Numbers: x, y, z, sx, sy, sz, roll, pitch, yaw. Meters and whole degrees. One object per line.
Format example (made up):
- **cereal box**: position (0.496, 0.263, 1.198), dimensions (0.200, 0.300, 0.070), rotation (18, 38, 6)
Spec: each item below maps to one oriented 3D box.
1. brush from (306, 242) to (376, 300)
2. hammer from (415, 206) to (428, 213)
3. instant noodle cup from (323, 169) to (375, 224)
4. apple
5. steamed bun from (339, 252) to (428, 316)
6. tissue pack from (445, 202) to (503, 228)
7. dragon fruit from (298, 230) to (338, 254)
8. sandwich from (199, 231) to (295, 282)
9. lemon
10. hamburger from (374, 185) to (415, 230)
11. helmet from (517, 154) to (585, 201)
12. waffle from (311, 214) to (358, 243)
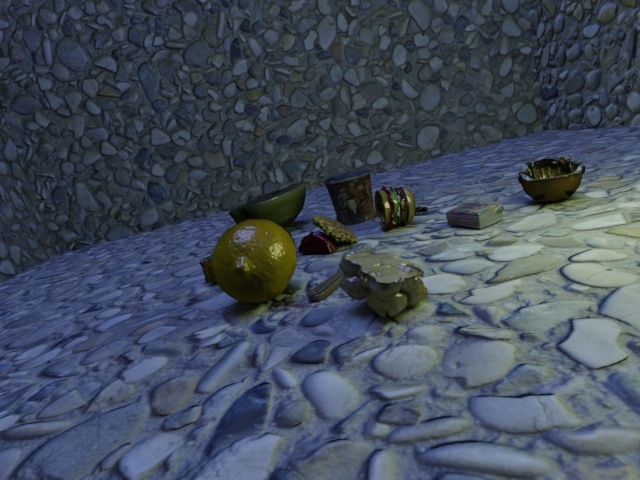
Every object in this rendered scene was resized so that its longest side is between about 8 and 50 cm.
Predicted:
- **brush**: position (0.064, 0.078, 1.231), dimensions (0.070, 0.065, 0.327), rotation (-1, 19, 36)
- **hammer**: position (0.364, -0.103, 1.749), dimensions (0.065, 0.021, 0.178), rotation (0, 19, 43)
- **instant noodle cup**: position (0.139, -0.189, 1.936), dimensions (0.218, 0.207, 0.217), rotation (-14, 14, 4)
- **apple**: position (-0.263, -0.172, 2.139), dimensions (0.312, 0.320, 0.360), rotation (33, 39, 16)
- **steamed bun**: position (0.143, 0.098, 0.977), dimensions (0.192, 0.106, 0.177), rotation (-8, 21, -34)
- **tissue pack**: position (0.504, -0.083, 1.436), dimensions (0.109, 0.060, 0.148), rotation (-19, 15, -25)
- **dragon fruit**: position (0.000, 0.000, 1.583), dimensions (0.162, 0.083, 0.106), rotation (-7, 11, 42)
- **sandwich**: position (-0.244, 0.050, 1.580), dimensions (0.301, 0.099, 0.271), rotation (-13, 13, 7)
- **lemon**: position (-0.183, 0.058, 1.197), dimensions (0.229, 0.228, 0.253), rotation (-9, 20, 22)
- **hamburger**: position (0.284, -0.129, 1.642), dimensions (0.137, 0.175, 0.175), rotation (-9, 12, -9)
- **helmet**: position (0.776, -0.195, 1.469), dimensions (0.198, 0.130, 0.224), rotation (-11, 24, 23)
- **waffle**: position (0.048, -0.044, 1.581), dimensions (0.191, 0.038, 0.191), rotation (24, 13, -6)
